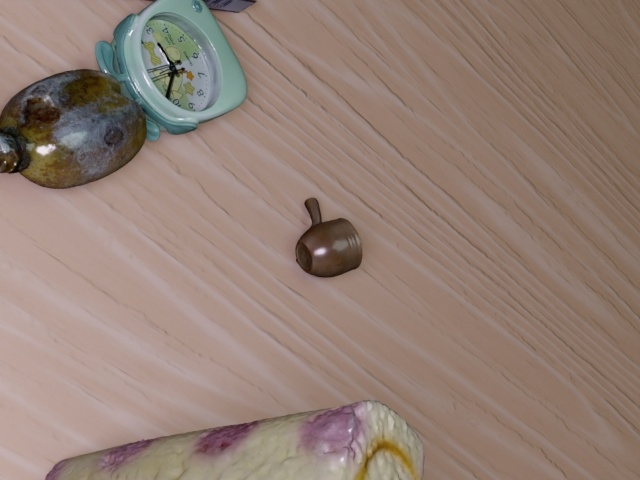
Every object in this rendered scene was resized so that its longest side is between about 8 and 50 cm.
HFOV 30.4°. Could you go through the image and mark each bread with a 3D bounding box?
[{"bbox_3d":[-0.090,0.247,0.979,0.155,0.338,0.187,38,47,-42],"label":"bread"}]

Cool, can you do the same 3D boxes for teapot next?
[{"bbox_3d":[0.000,0.000,1.435,0.080,0.085,0.110,-17,57,-30],"label":"teapot"}]

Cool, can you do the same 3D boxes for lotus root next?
[{"bbox_3d":[-0.250,-0.105,1.148,0.113,0.088,0.192,52,39,4],"label":"lotus root"}]

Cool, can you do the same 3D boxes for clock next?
[{"bbox_3d":[-0.171,-0.189,1.301,0.188,0.060,0.148,-38,104,-50],"label":"clock"}]

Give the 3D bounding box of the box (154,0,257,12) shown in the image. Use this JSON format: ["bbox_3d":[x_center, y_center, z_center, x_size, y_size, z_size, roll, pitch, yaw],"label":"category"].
[{"bbox_3d":[-0.214,-0.363,1.341,0.325,0.047,0.180,-4,76,-51],"label":"box"}]
